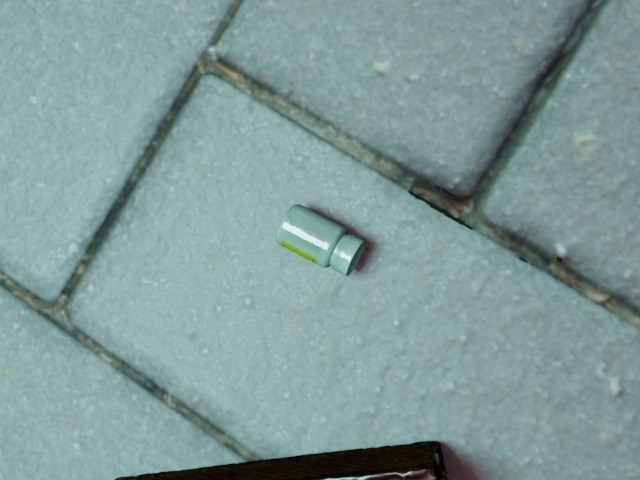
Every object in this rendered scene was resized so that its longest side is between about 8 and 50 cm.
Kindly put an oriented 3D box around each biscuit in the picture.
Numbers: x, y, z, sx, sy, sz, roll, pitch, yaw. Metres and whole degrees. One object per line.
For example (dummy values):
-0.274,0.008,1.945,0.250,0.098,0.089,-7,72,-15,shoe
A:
-0.067,0.262,0.833,0.388,0.107,0.073,-9,88,12,biscuit

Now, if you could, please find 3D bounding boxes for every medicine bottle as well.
0.000,0.000,0.863,0.083,0.047,0.047,28,93,13,medicine bottle
